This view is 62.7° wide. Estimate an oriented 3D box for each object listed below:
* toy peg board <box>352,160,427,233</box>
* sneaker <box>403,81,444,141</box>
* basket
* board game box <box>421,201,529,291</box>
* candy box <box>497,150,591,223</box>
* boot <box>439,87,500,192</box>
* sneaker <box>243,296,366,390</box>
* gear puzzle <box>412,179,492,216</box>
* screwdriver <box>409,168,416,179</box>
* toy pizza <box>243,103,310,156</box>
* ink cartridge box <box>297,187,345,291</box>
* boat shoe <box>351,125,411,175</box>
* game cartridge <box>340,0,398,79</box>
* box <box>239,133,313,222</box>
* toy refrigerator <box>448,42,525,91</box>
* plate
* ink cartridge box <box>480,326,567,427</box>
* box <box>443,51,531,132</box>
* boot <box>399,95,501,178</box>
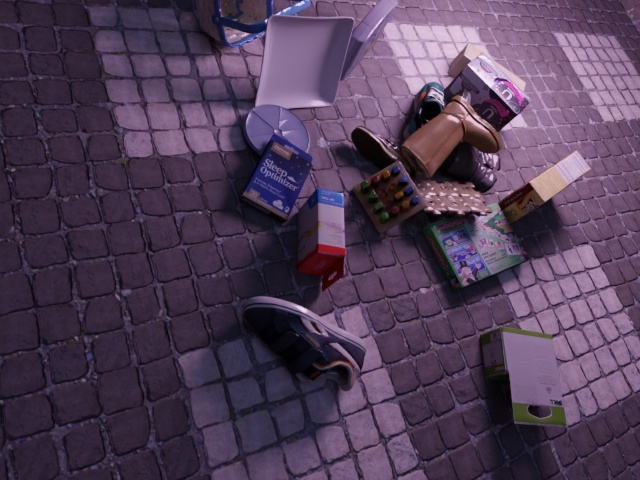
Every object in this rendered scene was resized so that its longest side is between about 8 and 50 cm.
[{"bbox_3d":[0.199,-0.131,1.498,0.161,0.079,0.161,-30,80,-1],"label":"toy peg board"},{"bbox_3d":[0.372,-0.442,1.754,0.108,0.121,0.302,30,57,-10],"label":"sneaker"},{"bbox_3d":[-0.206,-0.672,1.509,0.289,0.201,0.255,23,48,33],"label":"basket"},{"bbox_3d":[0.485,0.013,1.629,0.318,0.046,0.213,-16,73,-31],"label":"board game box"},{"bbox_3d":[0.741,-0.175,1.762,0.317,0.183,0.087,-29,82,-34],"label":"candy box"},{"bbox_3d":[0.510,-0.334,1.786,0.223,0.118,0.337,24,69,-16],"label":"boot"},{"bbox_3d":[-0.039,0.242,1.214,0.321,0.126,0.127,26,52,-14],"label":"sneaker"},{"bbox_3d":[0.347,-0.120,1.608,0.339,0.044,0.175,0,41,-17],"label":"gear puzzle"},{"bbox_3d":[0.278,-0.180,1.610,0.024,0.025,0.169,14,41,4],"label":"screwdriver"},{"bbox_3d":[-0.126,-0.300,1.498,0.202,0.032,0.201,12,61,-22],"label":"toy pizza"},{"bbox_3d":[0.000,0.000,1.347,0.078,0.134,0.230,11,61,-22],"label":"ink cartridge box"},{"bbox_3d":[0.191,-0.277,1.616,0.224,0.080,0.073,38,50,-11],"label":"boat shoe"},{"bbox_3d":[0.152,-0.672,1.716,0.062,0.198,0.297,37,56,-5],"label":"game cartridge"},{"bbox_3d":[-0.109,-0.175,1.414,0.137,0.036,0.225,29,66,-15],"label":"box"},{"bbox_3d":[0.625,-0.613,1.974,0.270,0.102,0.094,31,56,-8],"label":"toy refrigerator"},{"bbox_3d":[-0.055,-0.513,1.511,0.278,0.277,0.045,-13,48,-30],"label":"plate"},{"bbox_3d":[0.558,0.382,1.453,0.189,0.097,0.255,12,63,-21],"label":"ink cartridge box"},{"bbox_3d":[0.587,-0.511,1.865,0.247,0.163,0.142,45,54,1],"label":"box"},{"bbox_3d":[0.402,-0.285,1.621,0.236,0.089,0.269,44,70,-3],"label":"boot"}]
